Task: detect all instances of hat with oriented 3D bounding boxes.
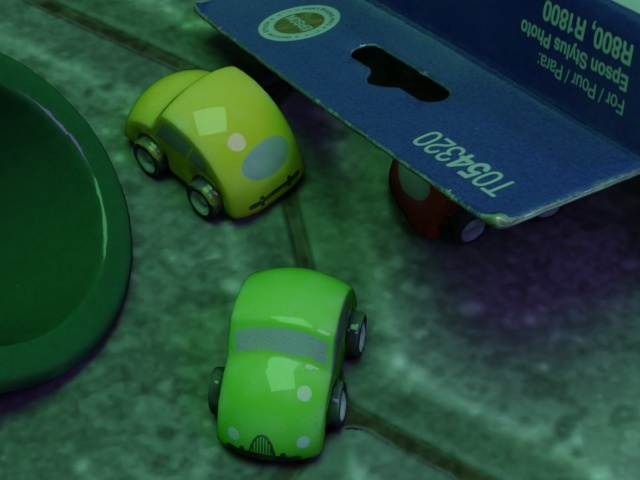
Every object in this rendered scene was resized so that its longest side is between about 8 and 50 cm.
[{"bbox_3d":[-0.225,0.007,0.842,0.208,0.183,0.173,32,53,-25],"label":"hat"}]

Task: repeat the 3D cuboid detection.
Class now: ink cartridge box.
[{"bbox_3d":[0.140,-0.145,0.845,0.330,0.071,0.324,-20,31,-20],"label":"ink cartridge box"}]

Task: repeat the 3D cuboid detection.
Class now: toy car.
[{"bbox_3d":[0.000,0.000,0.815,0.239,0.053,0.225,7,50,9],"label":"toy car"}]
